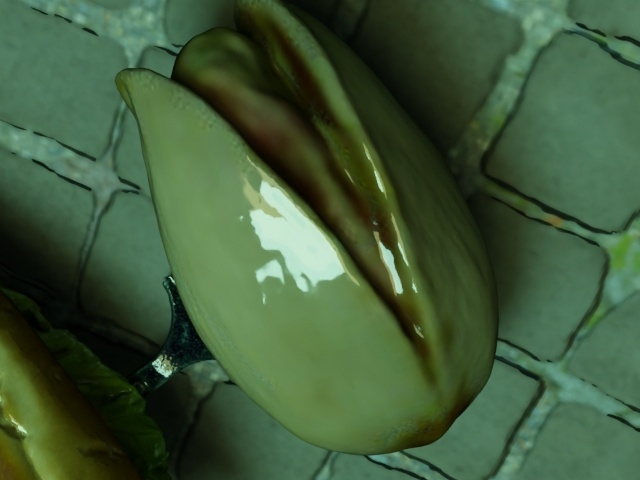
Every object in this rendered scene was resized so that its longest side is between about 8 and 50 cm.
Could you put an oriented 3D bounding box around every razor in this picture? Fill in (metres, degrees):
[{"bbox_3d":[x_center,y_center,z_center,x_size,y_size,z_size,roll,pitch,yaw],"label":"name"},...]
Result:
[{"bbox_3d":[-0.128,0.094,0.654,0.190,0.033,0.066,-35,102,27],"label":"razor"}]

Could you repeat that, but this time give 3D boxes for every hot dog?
[{"bbox_3d":[-0.183,0.076,0.605,0.337,0.100,0.135,48,127,6],"label":"hot dog"}]

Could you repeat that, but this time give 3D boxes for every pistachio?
[{"bbox_3d":[0.000,0.000,0.516,0.144,0.144,0.215,-21,117,23],"label":"pistachio"}]
